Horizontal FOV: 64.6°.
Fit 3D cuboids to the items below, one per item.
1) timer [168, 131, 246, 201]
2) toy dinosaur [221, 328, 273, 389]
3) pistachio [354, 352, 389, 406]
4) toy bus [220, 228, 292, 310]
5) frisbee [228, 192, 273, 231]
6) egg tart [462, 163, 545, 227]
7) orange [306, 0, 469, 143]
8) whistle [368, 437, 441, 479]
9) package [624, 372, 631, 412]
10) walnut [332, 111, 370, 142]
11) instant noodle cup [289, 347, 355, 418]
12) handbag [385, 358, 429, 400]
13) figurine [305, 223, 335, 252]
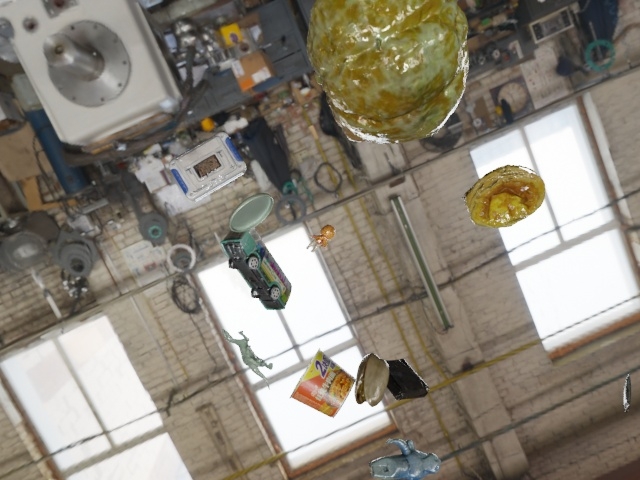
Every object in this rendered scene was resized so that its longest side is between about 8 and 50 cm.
[{"bbox_3d":[-0.421,-0.277,1.887,0.253,0.178,0.078,-32,177,-5],"label":"timer"},{"bbox_3d":[-0.235,0.406,1.713,0.167,0.242,0.053,6,-141,33],"label":"toy dinosaur"},{"bbox_3d":[0.196,0.544,1.974,0.129,0.131,0.206,-11,-135,38],"label":"pistachio"},{"bbox_3d":[-0.169,0.079,1.385,0.091,0.262,0.109,-5,-140,33],"label":"toy bus"},{"bbox_3d":[-0.147,-0.059,1.065,0.110,0.014,0.110,-34,159,-15],"label":"frisbee"},{"bbox_3d":[0.286,-0.073,0.802,0.130,0.130,0.052,-21,-135,19],"label":"egg tart"},{"bbox_3d":[0.140,-0.298,0.883,0.270,0.210,0.369,-30,148,2],"label":"orange"},{"bbox_3d":[0.293,0.766,1.722,0.268,0.180,0.093,3,159,-23],"label":"whistle"},{"bbox_3d":[0.860,0.426,1.416,0.015,0.037,0.110,14,-134,21],"label":"package"},{"bbox_3d":[0.206,-0.509,1.792,0.344,0.306,0.306,-39,-175,15],"label":"walnut"},{"bbox_3d":[0.013,0.516,1.801,0.213,0.174,0.213,-58,175,-8],"label":"instant noodle cup"},{"bbox_3d":[0.390,0.673,2.487,0.222,0.080,0.247,10,-155,-39],"label":"handbag"},{"bbox_3d":[0.000,0.000,1.417,0.109,0.064,0.047,-44,-165,33],"label":"figurine"}]
